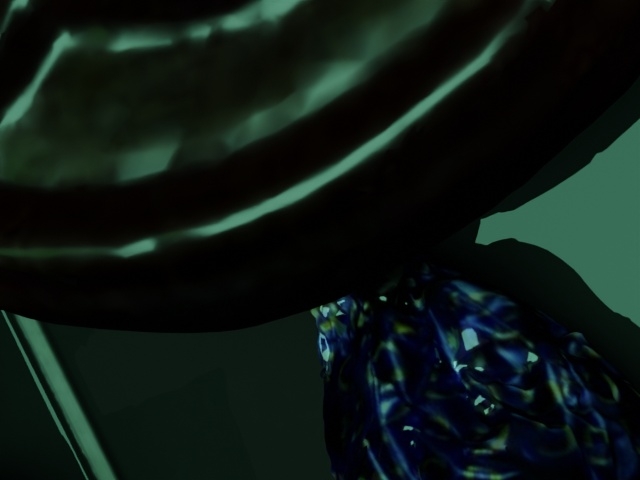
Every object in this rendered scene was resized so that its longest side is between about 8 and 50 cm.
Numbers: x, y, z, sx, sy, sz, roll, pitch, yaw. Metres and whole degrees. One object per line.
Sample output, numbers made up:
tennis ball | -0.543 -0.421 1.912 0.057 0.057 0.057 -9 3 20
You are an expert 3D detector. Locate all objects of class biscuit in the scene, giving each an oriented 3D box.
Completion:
biscuit | -0.061 -0.171 0.449 0.407 0.091 0.407 -3 80 16

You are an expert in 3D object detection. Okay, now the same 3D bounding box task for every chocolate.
chocolate | -0.005 -0.002 0.507 0.343 0.126 0.148 50 146 14
